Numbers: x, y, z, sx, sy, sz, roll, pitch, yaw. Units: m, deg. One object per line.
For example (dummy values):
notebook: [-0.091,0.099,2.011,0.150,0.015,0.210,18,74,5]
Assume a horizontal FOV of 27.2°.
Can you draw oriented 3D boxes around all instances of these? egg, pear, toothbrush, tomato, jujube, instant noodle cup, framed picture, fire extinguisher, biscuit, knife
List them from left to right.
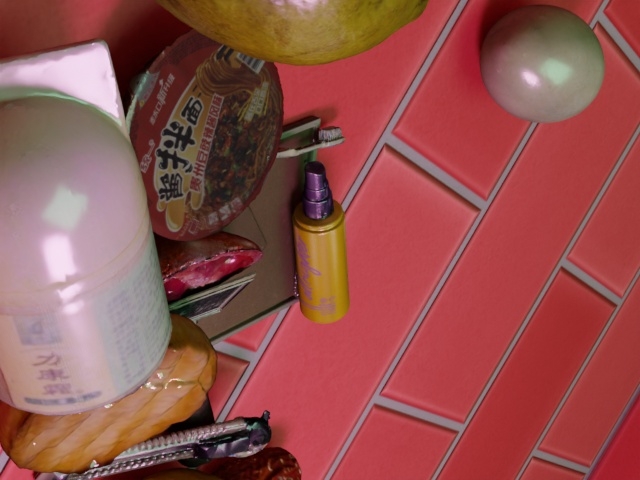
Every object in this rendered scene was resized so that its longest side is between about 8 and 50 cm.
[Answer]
biscuit: [-0.274,0.190,1.692,0.296,0.102,0.296,-25,156,-12]
knife: [-0.225,0.305,1.870,0.365,0.043,0.089,-8,129,-28]
framed picture: [-0.186,0.098,1.777,0.183,0.011,0.142,-20,168,-31]
tomato: [-0.179,0.018,1.719,0.189,0.099,0.173,-26,167,-8]
instant noodle cup: [-0.167,-0.142,1.623,0.274,0.091,0.274,-24,124,-41]
fire extinguisher: [-0.188,0.219,1.897,0.072,0.089,0.267,-73,162,-44]
framed picture: [-0.100,-0.005,1.896,0.240,0.020,0.324,-26,134,-39]
jujube: [-0.104,0.393,2.120,0.176,0.112,0.109,-16,127,-51]
toothbrush: [-0.067,-0.120,1.809,0.294,0.026,0.028,-20,112,-45]
pear: [-0.050,-0.355,1.396,0.413,0.352,0.352,21,99,-44]
egg: [0.353,-0.281,2.110,0.253,0.186,0.186,1,115,-55]

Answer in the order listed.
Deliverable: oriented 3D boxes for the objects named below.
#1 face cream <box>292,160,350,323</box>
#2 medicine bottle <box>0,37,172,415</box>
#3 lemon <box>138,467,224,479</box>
face cream: [0.000,0.000,1.941,0.078,0.078,0.273,-35,140,-31]
medicine bottle: [-0.303,-0.027,1.424,0.236,0.236,0.406,-37,142,-29]
lemon: [-0.197,0.457,1.931,0.267,0.267,0.267,-32,138,-34]
